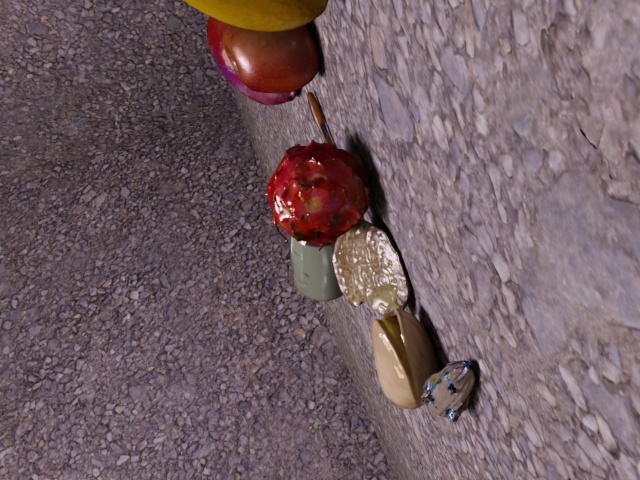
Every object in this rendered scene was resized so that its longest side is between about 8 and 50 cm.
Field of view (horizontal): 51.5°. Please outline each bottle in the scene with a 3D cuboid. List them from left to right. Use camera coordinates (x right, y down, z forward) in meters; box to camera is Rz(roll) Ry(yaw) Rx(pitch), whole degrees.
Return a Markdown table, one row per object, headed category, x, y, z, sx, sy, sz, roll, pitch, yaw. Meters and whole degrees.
| category | x | y | z | sx | sy | sz | roll | pitch | yaw |
| --- | --- | --- | --- | --- | --- | --- | --- | --- | --- |
| bottle | 0.001 | 0.000 | 1.682 | 0.347 | 0.169 | 0.168 | 86 | 163 | -51 |

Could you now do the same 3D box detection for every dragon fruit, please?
| category | x | y | z | sx | sy | sz | roll | pitch | yaw |
| --- | --- | --- | --- | --- | --- | --- | --- | --- | --- |
| dragon fruit | -0.002 | -0.091 | 1.302 | 0.268 | 0.205 | 0.210 | 54 | -168 | -83 |

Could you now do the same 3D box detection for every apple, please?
| category | x | y | z | sx | sy | sz | roll | pitch | yaw |
| --- | --- | --- | --- | --- | --- | --- | --- | --- | --- |
| apple | -0.094 | -0.375 | 1.314 | 0.181 | 0.169 | 0.181 | 61 | 170 | 18 |

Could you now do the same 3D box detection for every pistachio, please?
| category | x | y | z | sx | sy | sz | roll | pitch | yaw |
| --- | --- | --- | --- | --- | --- | --- | --- | --- | --- |
| pistachio | 0.163 | 0.225 | 1.247 | 0.145 | 0.117 | 0.200 | -119 | 15 | -63 |

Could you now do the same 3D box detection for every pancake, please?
| category | x | y | z | sx | sy | sz | roll | pitch | yaw |
| --- | --- | --- | --- | --- | --- | --- | --- | --- | --- |
| pancake | 0.098 | 0.061 | 1.337 | 0.235 | 0.029 | 0.211 | 33 | 130 | 45 |

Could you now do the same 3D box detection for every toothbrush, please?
| category | x | y | z | sx | sy | sz | roll | pitch | yaw |
| --- | --- | --- | --- | --- | --- | --- | --- | --- | --- |
| toothbrush | 0.032 | -0.182 | 1.473 | 0.031 | 0.023 | 0.320 | 150 | 99 | -80 |

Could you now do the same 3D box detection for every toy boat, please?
| category | x | y | z | sx | sy | sz | roll | pitch | yaw |
| --- | --- | --- | --- | --- | --- | --- | --- | --- | --- |
| toy boat | 0.221 | 0.243 | 1.102 | 0.084 | 0.066 | 0.210 | 33 | 151 | 14 |

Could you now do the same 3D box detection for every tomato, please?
| category | x | y | z | sx | sy | sz | roll | pitch | yaw |
| --- | --- | --- | --- | --- | --- | --- | --- | --- | --- |
| tomato | -0.180 | -0.469 | 1.676 | 0.289 | 0.176 | 0.334 | 82 | 165 | -72 |

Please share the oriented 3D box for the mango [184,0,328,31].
| category | x | y | z | sx | sy | sz | roll | pitch | yaw |
| --- | --- | --- | --- | --- | --- | --- | --- | --- | --- |
| mango | -0.149 | -0.506 | 0.979 | 0.445 | 0.301 | 0.220 | 46 | -165 | -12 |
